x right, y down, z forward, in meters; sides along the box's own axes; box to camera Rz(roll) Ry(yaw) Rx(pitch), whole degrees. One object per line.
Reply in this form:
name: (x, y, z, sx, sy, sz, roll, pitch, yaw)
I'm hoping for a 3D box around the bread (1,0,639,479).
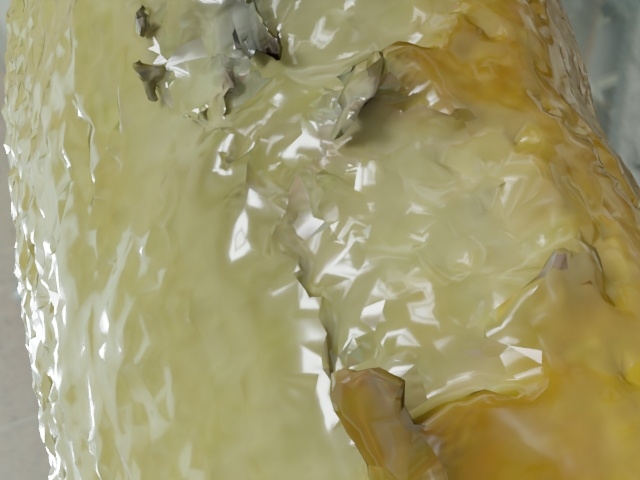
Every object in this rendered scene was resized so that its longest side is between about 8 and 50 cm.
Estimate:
bread: (0.000, 0.000, 0.492, 0.165, 0.236, 0.375, 5, -130, -26)
